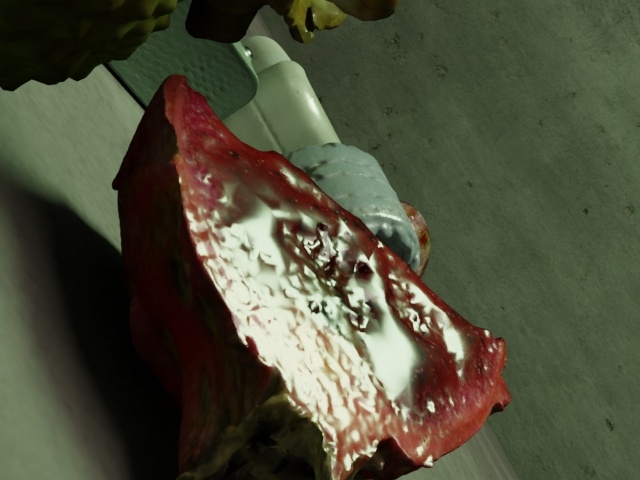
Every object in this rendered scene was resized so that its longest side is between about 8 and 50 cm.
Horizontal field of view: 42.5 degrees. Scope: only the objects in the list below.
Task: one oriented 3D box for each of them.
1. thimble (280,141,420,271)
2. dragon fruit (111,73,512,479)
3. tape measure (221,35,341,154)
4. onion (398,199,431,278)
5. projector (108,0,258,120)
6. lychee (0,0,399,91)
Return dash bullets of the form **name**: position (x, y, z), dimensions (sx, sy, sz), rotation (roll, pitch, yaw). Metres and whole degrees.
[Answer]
- **thimble**: position (0.002, -0.002, 0.723), dimensions (0.127, 0.151, 0.118), rotation (69, -3, -48)
- **dragon fruit**: position (-0.029, 0.068, 0.423), dimensions (0.262, 0.134, 0.211), rotation (41, 25, -17)
- **tape measure**: position (-0.034, -0.076, 0.899), dimensions (0.258, 0.130, 0.265), rotation (57, 2, -33)
- **onion**: position (0.087, 0.024, 1.274), dimensions (0.159, 0.159, 0.195), rotation (57, 37, -13)
- **projector**: position (-0.167, -0.244, 0.729), dimensions (0.250, 0.108, 0.198), rotation (51, 10, -46)
- **lychee**: position (-0.112, -0.193, 0.327), dimensions (0.270, 0.269, 0.320), rotation (-106, 171, -63)
